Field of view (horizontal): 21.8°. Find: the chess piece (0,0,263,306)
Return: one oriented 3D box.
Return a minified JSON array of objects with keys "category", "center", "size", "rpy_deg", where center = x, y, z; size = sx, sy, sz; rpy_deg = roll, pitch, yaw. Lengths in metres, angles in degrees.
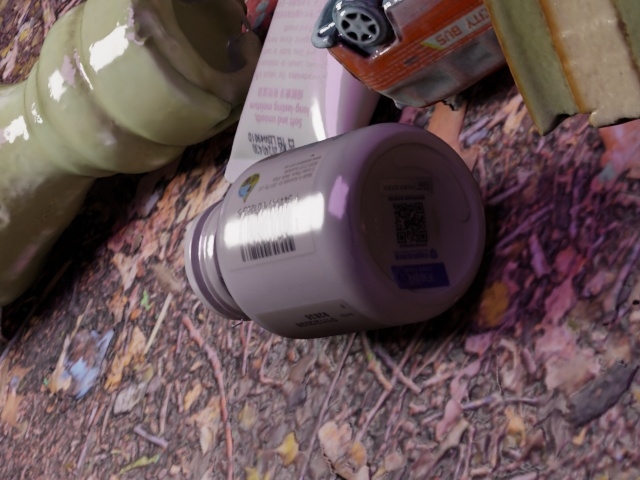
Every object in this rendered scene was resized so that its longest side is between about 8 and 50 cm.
[{"category":"chess piece","center":[-0.257,-0.093,1.566],"size":[0.442,0.234,0.234],"rpy_deg":[-30,40,32]}]

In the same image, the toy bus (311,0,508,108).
[{"category":"toy bus","center":[0.116,-0.188,1.168],"size":[0.265,0.120,0.121],"rpy_deg":[-29,27,42]}]

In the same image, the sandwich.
[{"category":"sandwich","center":[0.216,-0.185,0.985],"size":[0.227,0.198,0.155],"rpy_deg":[-37,23,-30]}]

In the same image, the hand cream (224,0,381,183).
[{"category":"hand cream","center":[0.028,-0.205,1.352],"size":[0.185,0.118,0.358],"rpy_deg":[14,83,57]}]

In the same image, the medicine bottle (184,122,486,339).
[{"category":"medicine bottle","center":[0.000,0.000,1.160],"size":[0.215,0.135,0.135],"rpy_deg":[-12,53,51]}]
